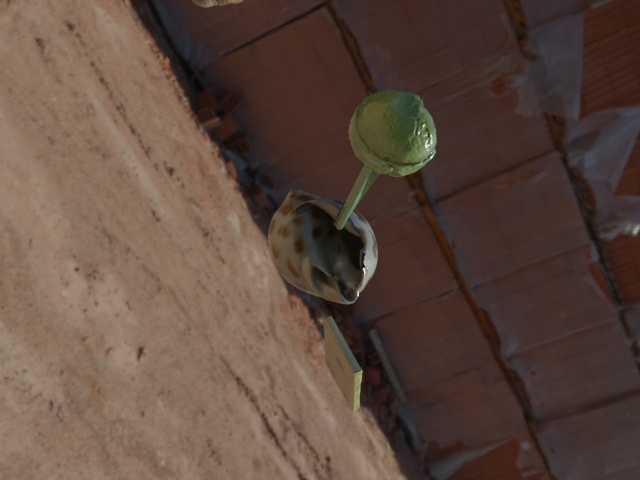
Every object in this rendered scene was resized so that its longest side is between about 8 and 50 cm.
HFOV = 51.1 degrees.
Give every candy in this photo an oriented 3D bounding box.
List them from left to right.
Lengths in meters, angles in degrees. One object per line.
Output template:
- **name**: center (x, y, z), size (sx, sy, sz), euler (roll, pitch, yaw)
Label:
- **candy**: center (0.058, -0.077, 0.835), size (0.335, 0.093, 0.092), euler (117, -30, -68)

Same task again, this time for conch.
- **conch**: center (0.000, 0.000, 1.163), size (0.275, 0.182, 0.149), euler (48, 21, 24)

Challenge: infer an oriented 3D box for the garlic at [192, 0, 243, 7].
- **garlic**: center (-0.223, -0.558, 1.398), size (0.102, 0.159, 0.147), euler (112, -3, -71)

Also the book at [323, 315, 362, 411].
- **book**: center (0.027, 0.148, 0.797), size (0.077, 0.014, 0.111), euler (58, -18, 32)
